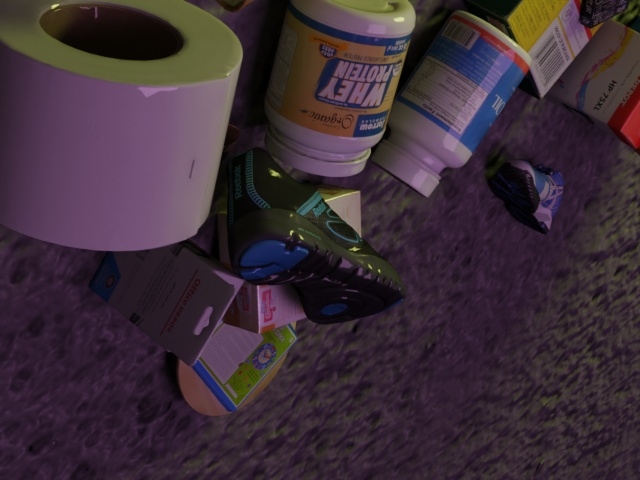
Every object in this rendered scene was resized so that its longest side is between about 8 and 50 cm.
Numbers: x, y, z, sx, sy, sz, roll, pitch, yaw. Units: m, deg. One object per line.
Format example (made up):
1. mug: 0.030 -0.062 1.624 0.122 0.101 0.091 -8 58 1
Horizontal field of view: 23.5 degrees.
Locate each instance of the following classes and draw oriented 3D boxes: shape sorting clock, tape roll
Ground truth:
1. shape sorting clock: -0.106 0.126 1.950 0.206 0.040 0.206 -26 131 -35
2. tape roll: -0.206 -0.121 1.426 0.246 0.246 0.169 -16 131 -44

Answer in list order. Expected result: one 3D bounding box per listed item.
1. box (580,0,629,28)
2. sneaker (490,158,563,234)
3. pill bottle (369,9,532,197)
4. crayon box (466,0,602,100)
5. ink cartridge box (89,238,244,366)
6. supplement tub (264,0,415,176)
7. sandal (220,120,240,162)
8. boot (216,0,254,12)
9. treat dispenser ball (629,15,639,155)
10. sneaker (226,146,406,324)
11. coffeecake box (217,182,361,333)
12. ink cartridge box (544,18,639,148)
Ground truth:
1. box: 0.384 -0.327 2.050 0.083 0.018 0.067 -31 140 -34
2. sneaker: 0.310 -0.083 2.276 0.081 0.080 0.211 -58 157 -7
3. pill bottle: 0.160 -0.170 1.956 0.221 0.124 0.124 -56 147 2
4. crayon box: 0.340 -0.370 2.050 0.318 0.081 0.202 -49 147 -8
5. ink cartridge box: -0.159 0.057 1.696 0.060 0.180 0.104 20 102 -56
6. supplement tub: 0.017 -0.188 1.739 0.144 0.144 0.200 -15 130 -45
7. sandal: -0.140 -0.130 1.687 0.072 0.049 0.180 -50 162 1
8. boot: 0.013 -0.369 1.581 0.269 0.089 0.236 -37 164 -26
9. treat dispenser ball: 0.574 -0.231 2.277 0.288 0.288 0.288 -32 140 -31
10. sneaker: 0.000 0.000 1.775 0.125 0.140 0.341 -21 154 17
11. coffeecake box: -0.035 0.019 1.888 0.185 0.068 0.142 -17 112 -44
12. ink cartridge box: 0.409 -0.222 2.127 0.134 0.231 0.078 -57 147 2
